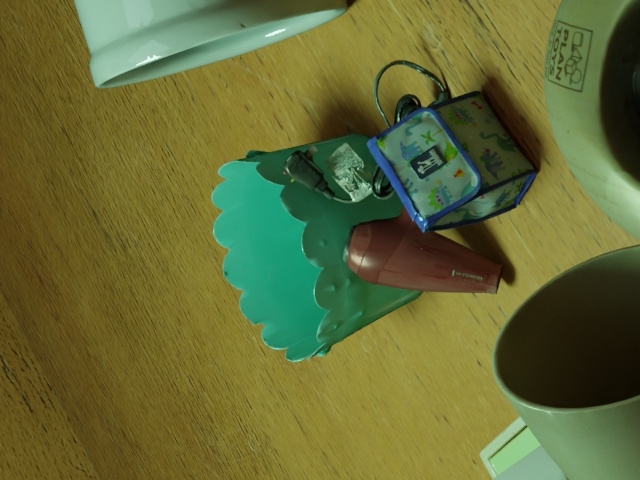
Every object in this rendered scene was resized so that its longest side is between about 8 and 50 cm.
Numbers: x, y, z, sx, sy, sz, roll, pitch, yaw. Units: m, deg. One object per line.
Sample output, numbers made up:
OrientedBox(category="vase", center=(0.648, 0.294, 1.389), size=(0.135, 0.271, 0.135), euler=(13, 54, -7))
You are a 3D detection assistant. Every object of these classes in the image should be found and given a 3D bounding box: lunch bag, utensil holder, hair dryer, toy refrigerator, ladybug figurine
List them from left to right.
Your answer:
OrientedBox(category="utensil holder", center=(-0.178, -0.417, 2.146), size=(0.327, 0.328, 0.385), euler=(-15, 93, 64))
OrientedBox(category="hair dryer", center=(0.108, -0.044, 2.067), size=(0.224, 0.080, 0.293), euler=(-38, 93, 23))
OrientedBox(category="lunch bag", center=(0.144, -0.084, 1.962), size=(0.129, 0.151, 0.096), euler=(58, 152, 23))
OrientedBox(category="toy refrigerator", center=(0.282, 0.229, 1.993), size=(0.102, 0.094, 0.269), euler=(62, 152, 15))
OrientedBox(category="ladybug figurine", center=(0.371, -0.124, 1.447), size=(0.449, 0.162, 0.305), euler=(25, 111, 50))

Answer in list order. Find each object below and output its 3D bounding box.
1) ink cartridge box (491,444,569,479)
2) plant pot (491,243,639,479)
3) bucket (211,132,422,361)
OrientedBox(category="ink cartridge box", center=(0.269, 0.360, 1.847), size=(0.232, 0.171, 0.168), euler=(48, -166, -16))
OrientedBox(category="plant pot", center=(0.340, 0.186, 1.726), size=(0.256, 0.256, 0.274), euler=(21, 144, 56))
OrientedBox(category="bucket", center=(0.000, 0.000, 2.263), size=(0.281, 0.183, 0.281), euler=(42, 143, 44))
